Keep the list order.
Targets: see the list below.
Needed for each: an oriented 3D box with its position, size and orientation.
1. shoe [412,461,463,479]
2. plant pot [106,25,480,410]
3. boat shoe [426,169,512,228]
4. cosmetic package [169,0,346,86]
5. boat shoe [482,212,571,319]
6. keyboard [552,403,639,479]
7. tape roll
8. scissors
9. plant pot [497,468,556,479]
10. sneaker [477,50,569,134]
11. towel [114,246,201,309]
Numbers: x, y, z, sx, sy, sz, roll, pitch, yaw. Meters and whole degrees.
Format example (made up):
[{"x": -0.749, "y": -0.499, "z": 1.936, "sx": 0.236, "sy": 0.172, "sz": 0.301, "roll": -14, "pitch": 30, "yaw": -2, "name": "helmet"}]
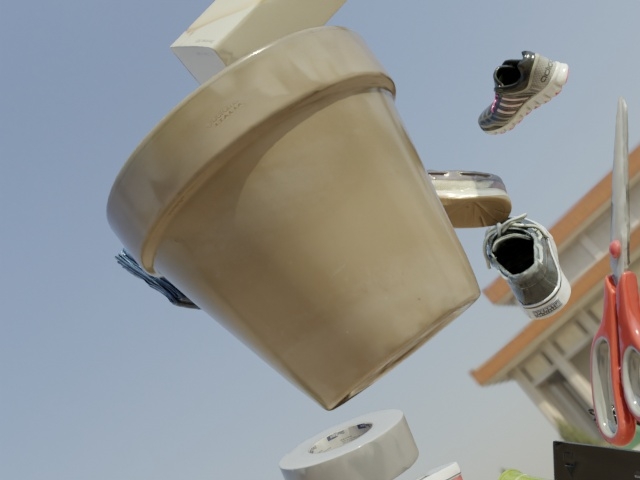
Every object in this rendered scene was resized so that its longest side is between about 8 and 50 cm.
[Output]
[{"x": 0.137, "y": 0.364, "z": 1.155, "sx": 0.178, "sy": 0.081, "sz": 0.063, "roll": -12, "pitch": -14, "yaw": -41, "name": "shoe"}, {"x": 0.000, "y": 0.000, "z": 0.852, "sx": 0.323, "sy": 0.280, "sz": 0.323, "roll": -36, "pitch": -13, "yaw": -10, "name": "plant pot"}, {"x": 0.193, "y": -0.079, "z": 1.529, "sx": 0.285, "sy": 0.092, "sz": 0.102, "roll": 0, "pitch": -47, "yaw": 3, "name": "boat shoe"}, {"x": -0.078, "y": -0.374, "z": 1.391, "sx": 0.309, "sy": 0.160, "sz": 0.113, "roll": -50, "pitch": -57, "yaw": -17, "name": "cosmetic package"}, {"x": 0.321, "y": 0.016, "z": 1.417, "sx": 0.113, "sy": 0.105, "sz": 0.306, "roll": -33, "pitch": 19, "yaw": 19, "name": "boat shoe"}, {"x": 0.519, "y": 0.347, "z": 1.335, "sx": 0.033, "sy": 0.317, "sz": 0.201, "roll": -21, "pitch": -71, "yaw": -58, "name": "keyboard"}, {"x": 0.046, "y": 0.350, "z": 1.387, "sx": 0.219, "sy": 0.072, "sz": 0.219, "roll": -23, "pitch": 0, "yaw": 0, "name": "tape roll"}, {"x": 0.257, "y": 0.028, "z": 0.757, "sx": 0.021, "sy": 0.297, "sz": 0.109, "roll": 1, "pitch": -18, "yaw": -9, "name": "scissors"}, {"x": 0.260, "y": 0.310, "z": 1.009, "sx": 0.083, "sy": 0.083, "sz": 0.079, "roll": -12, "pitch": -4, "yaw": -45, "name": "plant pot"}, {"x": 0.255, "y": -0.203, "z": 1.157, "sx": 0.170, "sy": 0.075, "sz": 0.063, "roll": -37, "pitch": 26, "yaw": 61, "name": "sneaker"}, {"x": -0.181, "y": 0.046, "z": 1.006, "sx": 0.067, "sy": 0.119, "sz": 0.029, "roll": 23, "pitch": -86, "yaw": -57, "name": "towel"}]
